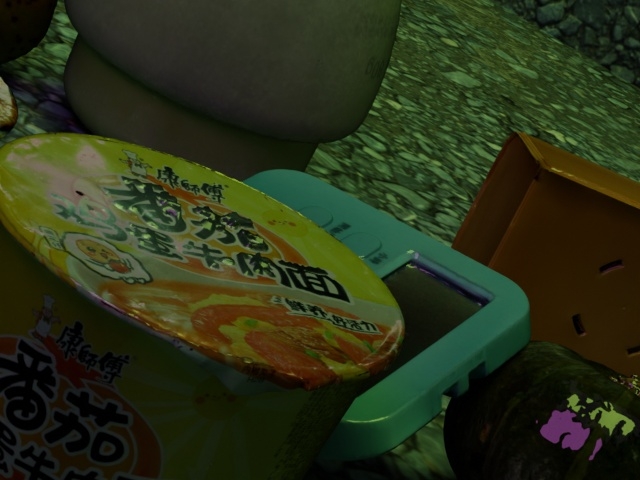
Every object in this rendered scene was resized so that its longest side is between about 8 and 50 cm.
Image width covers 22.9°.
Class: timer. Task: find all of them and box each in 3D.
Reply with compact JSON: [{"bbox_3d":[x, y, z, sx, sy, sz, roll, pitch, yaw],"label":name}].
[{"bbox_3d":[0.000,0.047,1.127,0.250,0.091,0.232,17,31,33],"label":"timer"}]

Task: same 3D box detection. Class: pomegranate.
[{"bbox_3d":[-0.332,-0.243,1.547,0.159,0.159,0.205,25,-8,-6],"label":"pomegranate"}]

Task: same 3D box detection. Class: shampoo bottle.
[{"bbox_3d":[-0.082,-0.224,1.546,0.322,0.317,0.322,25,21,-10],"label":"shampoo bottle"}]

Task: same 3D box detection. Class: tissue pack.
[{"bbox_3d":[0.275,0.041,1.522,0.275,0.194,0.145,23,16,-12],"label":"tissue pack"}]

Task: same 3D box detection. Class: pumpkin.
[{"bbox_3d":[0.192,0.166,1.157,0.224,0.157,0.223,32,2,-1],"label":"pumpkin"}]

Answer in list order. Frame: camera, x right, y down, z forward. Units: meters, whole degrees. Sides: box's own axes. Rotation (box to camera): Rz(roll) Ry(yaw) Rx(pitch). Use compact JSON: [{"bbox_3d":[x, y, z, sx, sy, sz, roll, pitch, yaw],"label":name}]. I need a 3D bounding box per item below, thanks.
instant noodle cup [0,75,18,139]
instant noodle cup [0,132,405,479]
[{"bbox_3d":[-0.329,-0.046,0.995,0.230,0.182,0.230,23,20,-9],"label":"instant noodle cup"},{"bbox_3d":[-0.107,0.082,0.927,0.264,0.200,0.264,23,21,-9],"label":"instant noodle cup"}]
